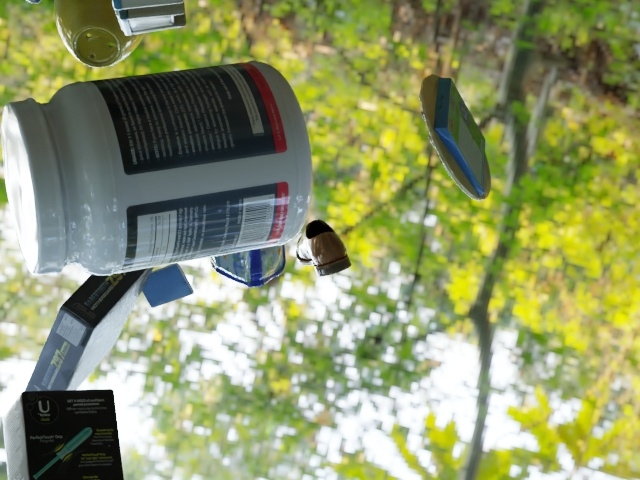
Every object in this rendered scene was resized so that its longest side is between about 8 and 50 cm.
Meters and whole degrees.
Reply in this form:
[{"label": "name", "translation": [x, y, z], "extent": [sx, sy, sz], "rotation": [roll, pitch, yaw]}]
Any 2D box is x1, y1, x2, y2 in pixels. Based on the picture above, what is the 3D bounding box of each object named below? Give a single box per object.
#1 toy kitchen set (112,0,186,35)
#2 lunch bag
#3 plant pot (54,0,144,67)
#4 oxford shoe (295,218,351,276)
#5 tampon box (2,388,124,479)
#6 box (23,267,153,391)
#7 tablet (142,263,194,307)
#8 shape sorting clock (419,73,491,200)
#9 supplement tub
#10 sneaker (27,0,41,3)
[{"label": "toy kitchen set", "translation": [-0.201, -0.312, 1.292], "extent": [0.122, 0.207, 0.166], "rotation": [-7, 178, -5]}, {"label": "lunch bag", "translation": [-0.095, -0.019, 1.726], "extent": [0.096, 0.129, 0.151], "rotation": [-5, -167, -9]}, {"label": "plant pot", "translation": [-0.302, -0.291, 1.851], "extent": [0.134, 0.134, 0.095], "rotation": [9, -140, -10]}, {"label": "oxford shoe", "translation": [0.000, 0.000, 2.102], "extent": [0.076, 0.076, 0.212], "rotation": [-21, -170, -10]}, {"label": "tampon box", "translation": [-0.315, 0.275, 1.665], "extent": [0.120, 0.161, 0.101], "rotation": [2, 153, -27]}, {"label": "box", "translation": [-0.322, 0.120, 1.893], "extent": [0.059, 0.233, 0.183], "rotation": [35, -136, 2]}, {"label": "tablet", "translation": [-0.229, 0.066, 1.986], "extent": [0.083, 0.054, 0.006], "rotation": [-19, -163, 31]}, {"label": "shape sorting clock", "translation": [0.204, -0.155, 2.052], "extent": [0.040, 0.206, 0.206], "rotation": [-20, -179, 23]}, {"label": "supplement tub", "translation": [-0.161, -0.070, 1.334], "extent": [0.272, 0.191, 0.191], "rotation": [-10, -159, -21]}, {"label": "sneaker", "translation": [-0.344, -0.383, 1.791], "extent": [0.064, 0.086, 0.192], "rotation": [19, -137, 15]}]
